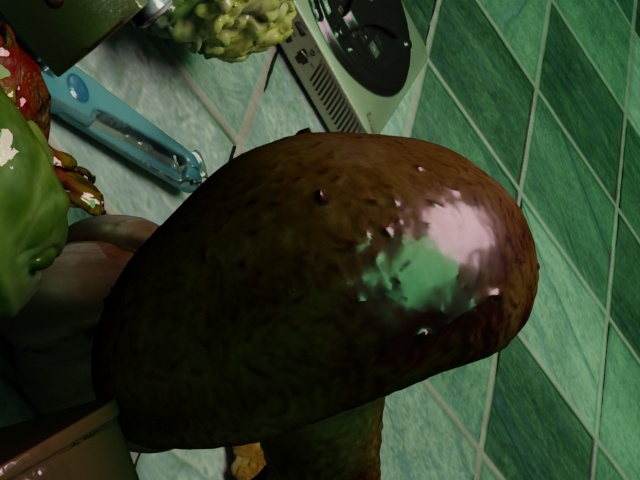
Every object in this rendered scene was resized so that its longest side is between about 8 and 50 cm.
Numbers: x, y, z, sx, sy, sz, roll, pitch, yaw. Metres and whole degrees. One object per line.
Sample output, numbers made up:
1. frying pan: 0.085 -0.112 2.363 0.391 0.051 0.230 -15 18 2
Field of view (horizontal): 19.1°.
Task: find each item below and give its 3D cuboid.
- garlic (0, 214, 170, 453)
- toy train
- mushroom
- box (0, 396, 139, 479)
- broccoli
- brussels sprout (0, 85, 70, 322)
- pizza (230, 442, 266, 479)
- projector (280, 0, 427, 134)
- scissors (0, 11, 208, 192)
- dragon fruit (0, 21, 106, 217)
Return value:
1. garlic: -0.177 0.089 1.560 0.160 0.191 0.214 -25 105 -38
2. toy train: -0.249 -0.303 1.681 0.300 0.131 0.202 50 24 -11
3. mushroom: -0.010 0.098 1.391 0.331 0.334 0.356 5 84 -38
4. box: -0.250 0.271 1.208 0.339 0.239 0.229 -30 99 -62
5. broccoli: -0.095 -0.350 1.872 0.293 0.281 0.348 45 35 -37
6. brussels sprout: -0.296 -0.041 1.374 0.244 0.244 0.244 40 39 -42
7. pizza: -0.029 0.165 1.813 0.058 0.127 0.246 68 9 -53
8. projector: 0.028 -0.272 2.246 0.257 0.079 0.259 59 31 -18
9. scissors: -0.236 -0.144 1.743 0.393 0.032 0.180 35 42 -44
10. dragon fruit: -0.257 -0.086 1.568 0.246 0.125 0.125 42 25 -41
